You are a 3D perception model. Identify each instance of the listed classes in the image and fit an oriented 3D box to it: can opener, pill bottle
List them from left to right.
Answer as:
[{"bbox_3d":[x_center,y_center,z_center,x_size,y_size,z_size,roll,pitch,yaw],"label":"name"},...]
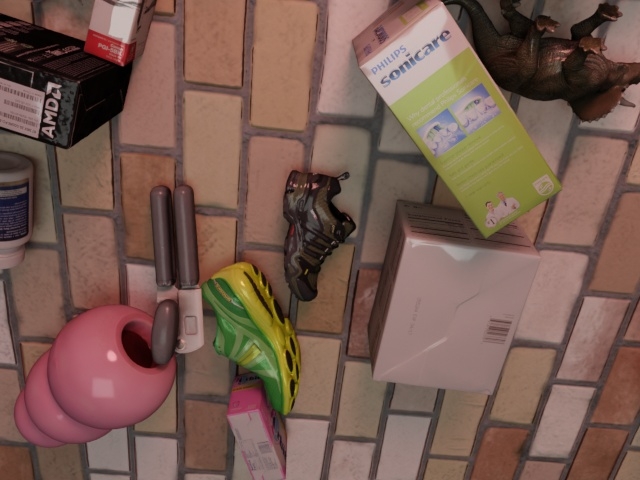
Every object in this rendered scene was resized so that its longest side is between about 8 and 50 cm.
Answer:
[{"bbox_3d":[-0.498,-0.044,0.929,0.094,0.094,0.169,11,116,-6],"label":"pill bottle"},{"bbox_3d":[-0.229,0.052,0.948,0.074,0.093,0.280,-1,96,-1],"label":"can opener"}]

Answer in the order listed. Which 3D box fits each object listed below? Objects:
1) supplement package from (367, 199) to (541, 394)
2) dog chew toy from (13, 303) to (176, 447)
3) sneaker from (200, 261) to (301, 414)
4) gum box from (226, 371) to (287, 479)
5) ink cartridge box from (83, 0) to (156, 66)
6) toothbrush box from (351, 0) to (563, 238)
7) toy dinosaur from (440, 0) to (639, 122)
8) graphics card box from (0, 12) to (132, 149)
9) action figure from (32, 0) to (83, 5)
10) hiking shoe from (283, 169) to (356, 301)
[{"bbox_3d":[0.202,0.092,0.967,0.204,0.145,0.262,8,117,-3],"label":"supplement package"},{"bbox_3d":[-0.403,0.252,1.030,0.332,0.206,0.206,-36,112,25],"label":"dog chew toy"},{"bbox_3d":[-0.116,0.173,1.044,0.123,0.109,0.295,-15,110,18],"label":"sneaker"},{"bbox_3d":[-0.113,0.355,1.123,0.062,0.107,0.188,-12,116,6],"label":"gum box"},{"bbox_3d":[-0.256,-0.312,0.790,0.056,0.099,0.135,20,116,-10],"label":"ink cartridge box"},{"bbox_3d":[0.173,-0.175,0.798,0.122,0.206,0.283,-36,111,17],"label":"toothbrush box"},{"bbox_3d":[0.297,-0.243,0.809,0.313,0.121,0.160,13,150,8],"label":"toy dinosaur"},{"bbox_3d":[-0.452,-0.237,0.755,0.371,0.233,0.094,16,112,-8],"label":"graphics card box"},{"bbox_3d":[-0.378,-0.420,0.739,0.185,0.099,0.285,-32,116,10],"label":"action figure"},{"bbox_3d":[0.000,0.000,0.955,0.114,0.086,0.227,1,116,4],"label":"hiking shoe"}]
